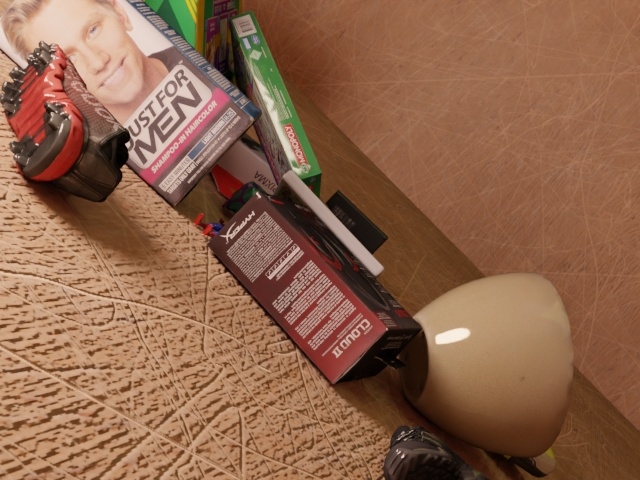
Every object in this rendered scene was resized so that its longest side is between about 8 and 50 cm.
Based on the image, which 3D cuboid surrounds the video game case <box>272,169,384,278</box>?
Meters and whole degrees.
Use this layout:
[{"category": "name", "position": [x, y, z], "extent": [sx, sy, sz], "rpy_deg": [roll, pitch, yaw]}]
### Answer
[{"category": "video game case", "position": [0.000, 0.000, 1.729], "extent": [0.212, 0.023, 0.193], "rpy_deg": [47, -21, 4]}]

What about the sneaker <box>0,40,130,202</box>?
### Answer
[{"category": "sneaker", "position": [-0.293, -0.134, 1.252], "extent": [0.135, 0.097, 0.276], "rpy_deg": [36, 15, -36]}]

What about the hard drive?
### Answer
[{"category": "hard drive", "position": [0.050, -0.018, 2.084], "extent": [0.135, 0.094, 0.022], "rpy_deg": [44, 11, -4]}]

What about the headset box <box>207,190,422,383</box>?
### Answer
[{"category": "headset box", "position": [0.008, 0.078, 1.514], "extent": [0.293, 0.110, 0.218], "rpy_deg": [47, 10, 16]}]

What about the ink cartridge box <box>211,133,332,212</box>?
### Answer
[{"category": "ink cartridge box", "position": [-0.091, -0.095, 1.941], "extent": [0.296, 0.066, 0.261], "rpy_deg": [36, 12, -34]}]

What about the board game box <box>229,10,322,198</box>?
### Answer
[{"category": "board game box", "position": [-0.077, -0.198, 1.821], "extent": [0.213, 0.046, 0.317], "rpy_deg": [96, -27, -68]}]

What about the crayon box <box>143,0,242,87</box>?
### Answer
[{"category": "crayon box", "position": [-0.215, -0.373, 1.817], "extent": [0.106, 0.313, 0.363], "rpy_deg": [5, 16, 6]}]

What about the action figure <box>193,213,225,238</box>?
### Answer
[{"category": "action figure", "position": [-0.138, -0.012, 1.553], "extent": [0.038, 0.030, 0.115], "rpy_deg": [44, 7, 26]}]

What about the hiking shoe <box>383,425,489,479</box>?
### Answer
[{"category": "hiking shoe", "position": [0.114, 0.272, 1.297], "extent": [0.114, 0.086, 0.227], "rpy_deg": [35, -2, 34]}]

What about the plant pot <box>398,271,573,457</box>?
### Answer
[{"category": "plant pot", "position": [0.229, 0.185, 1.634], "extent": [0.191, 0.284, 0.284], "rpy_deg": [3, 25, -16]}]

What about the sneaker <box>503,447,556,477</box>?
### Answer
[{"category": "sneaker", "position": [0.307, 0.248, 1.880], "extent": [0.145, 0.147, 0.384], "rpy_deg": [38, 13, -39]}]

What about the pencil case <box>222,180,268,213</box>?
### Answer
[{"category": "pencil case", "position": [-0.080, -0.024, 1.702], "extent": [0.151, 0.070, 0.064], "rpy_deg": [46, 41, -5]}]

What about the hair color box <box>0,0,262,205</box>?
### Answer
[{"category": "hair color box", "position": [-0.268, -0.230, 1.503], "extent": [0.347, 0.174, 0.105], "rpy_deg": [43, 12, -6]}]
